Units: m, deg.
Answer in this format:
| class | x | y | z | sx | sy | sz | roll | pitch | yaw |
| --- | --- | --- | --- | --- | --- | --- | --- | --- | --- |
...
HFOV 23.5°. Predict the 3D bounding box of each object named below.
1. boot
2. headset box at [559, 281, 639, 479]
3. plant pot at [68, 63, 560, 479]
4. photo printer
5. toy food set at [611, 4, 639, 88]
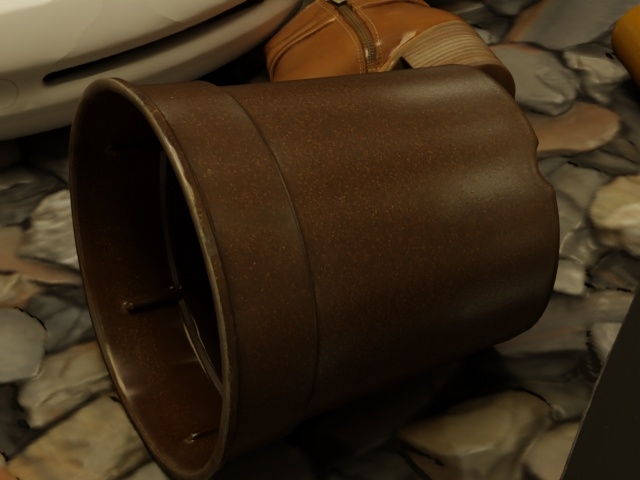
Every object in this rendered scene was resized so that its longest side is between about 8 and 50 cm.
| class | x | y | z | sx | sy | sz | roll | pitch | yaw |
| --- | --- | --- | --- | --- | --- | --- | --- | --- | --- |
| boot | -0.009 | -0.080 | 0.831 | 0.197 | 0.073 | 0.152 | -16 | 31 | -15 |
| headset box | 0.229 | 0.070 | 0.451 | 0.218 | 0.110 | 0.293 | 29 | 18 | 37 |
| plant pot | 0.000 | 0.000 | 0.647 | 0.165 | 0.167 | 0.167 | -13 | 37 | -24 |
| photo printer | -0.175 | -0.174 | 0.933 | 0.256 | 0.107 | 0.307 | -24 | 41 | -25 |
| toy food set | 0.286 | -0.126 | 0.824 | 0.232 | 0.111 | 0.104 | -13 | 49 | -13 |
